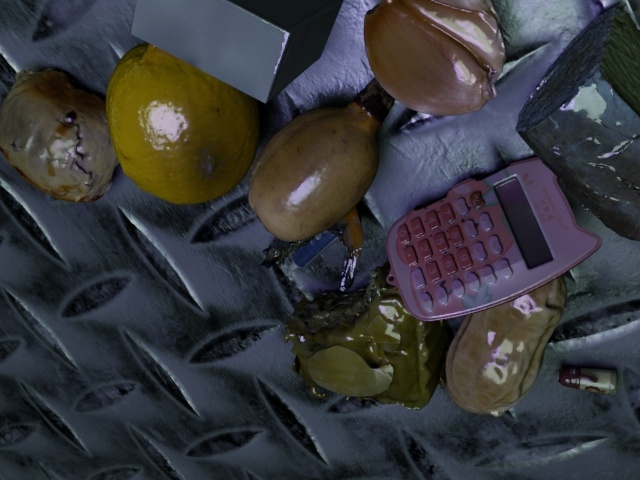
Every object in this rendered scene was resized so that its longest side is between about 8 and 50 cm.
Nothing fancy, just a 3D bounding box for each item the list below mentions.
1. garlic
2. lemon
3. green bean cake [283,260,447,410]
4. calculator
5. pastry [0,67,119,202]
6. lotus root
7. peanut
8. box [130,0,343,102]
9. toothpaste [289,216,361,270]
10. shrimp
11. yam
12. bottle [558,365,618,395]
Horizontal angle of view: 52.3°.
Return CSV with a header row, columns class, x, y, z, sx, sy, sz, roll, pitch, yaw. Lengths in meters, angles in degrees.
class,x,y,z,sx,sy,sz,roll,pitch,yaw
garlic,0.175,-0.290,0.958,0.228,0.110,0.217,50,137,1
lemon,-0.225,-0.200,1.081,0.261,0.260,0.284,-11,129,27
green bean cake,0.078,0.171,1.220,0.310,0.202,0.285,1,118,21
calculator,0.256,0.003,1.047,0.330,0.220,0.048,-24,154,17
pastry,-0.524,-0.184,1.264,0.256,0.170,0.236,35,124,5
lotus root,0.008,-0.134,1.077,0.183,0.183,0.310,43,108,-7
peanut,0.317,0.163,1.131,0.158,0.174,0.339,22,112,23
box,-0.117,-0.332,0.972,0.225,0.225,0.117,29,126,4
toothpaste,0.000,0.000,1.247,0.057,0.035,0.197,48,123,2
shrimp,-0.018,0.028,1.198,0.262,0.051,0.198,-40,57,32
yam,0.417,-0.137,0.907,0.271,0.202,0.201,39,148,-6
bottle,0.491,0.258,1.201,0.101,0.047,0.063,3,131,22
